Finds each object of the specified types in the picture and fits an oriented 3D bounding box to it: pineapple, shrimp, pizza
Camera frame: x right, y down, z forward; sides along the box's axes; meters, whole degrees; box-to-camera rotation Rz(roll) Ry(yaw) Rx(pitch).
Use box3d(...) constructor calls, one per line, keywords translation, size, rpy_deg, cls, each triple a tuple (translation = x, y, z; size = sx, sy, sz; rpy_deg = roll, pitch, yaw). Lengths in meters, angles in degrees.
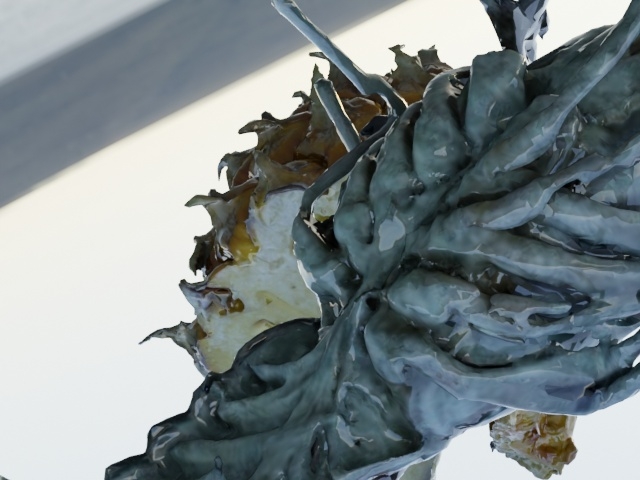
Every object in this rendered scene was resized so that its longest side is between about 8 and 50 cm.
box3d(translation=(0.001, -0.002, 1.234), size=(0.209, 0.344, 0.286), rpy_deg=(4, -145, 4), cls="pineapple")
box3d(translation=(0.039, 0.008, 0.646), size=(0.410, 0.166, 0.221), rpy_deg=(-46, -133, 6), cls="shrimp")
box3d(translation=(0.133, 0.030, 1.051), size=(0.056, 0.271, 0.134), rpy_deg=(10, -162, 18), cls="pizza")
